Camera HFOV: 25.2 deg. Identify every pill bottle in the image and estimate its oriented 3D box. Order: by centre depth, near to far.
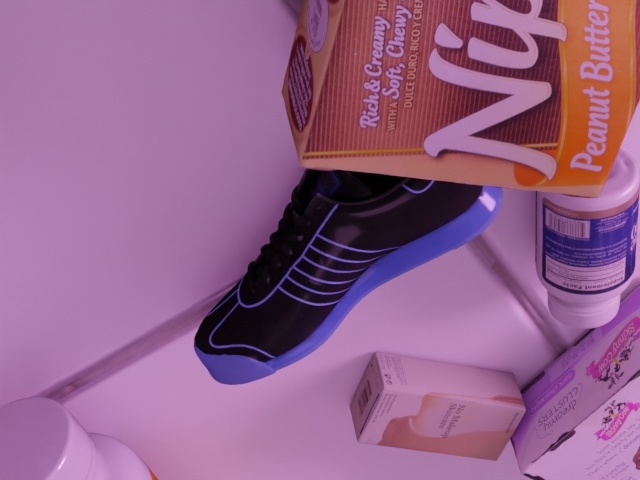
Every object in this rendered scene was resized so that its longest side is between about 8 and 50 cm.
[{"bbox_3d":[0.177,-0.001,0.950,0.067,0.067,0.120,-9,130,-2],"label":"pill bottle"},{"bbox_3d":[-0.162,0.226,1.032,0.136,0.136,0.245,-23,129,9],"label":"pill bottle"}]

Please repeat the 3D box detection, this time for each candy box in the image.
[{"bbox_3d":[0.103,-0.177,0.741,0.183,0.087,0.316,6,128,-14],"label":"candy box"},{"bbox_3d":[0.264,0.136,1.077,0.196,0.070,0.165,29,119,-30],"label":"candy box"}]

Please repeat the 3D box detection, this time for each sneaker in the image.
[{"bbox_3d":[0.000,0.000,0.918,0.232,0.081,0.090,-35,124,10],"label":"sneaker"}]

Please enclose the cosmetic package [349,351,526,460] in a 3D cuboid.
[{"bbox_3d":[0.086,0.123,1.053,0.115,0.041,0.060,9,127,-17],"label":"cosmetic package"}]
